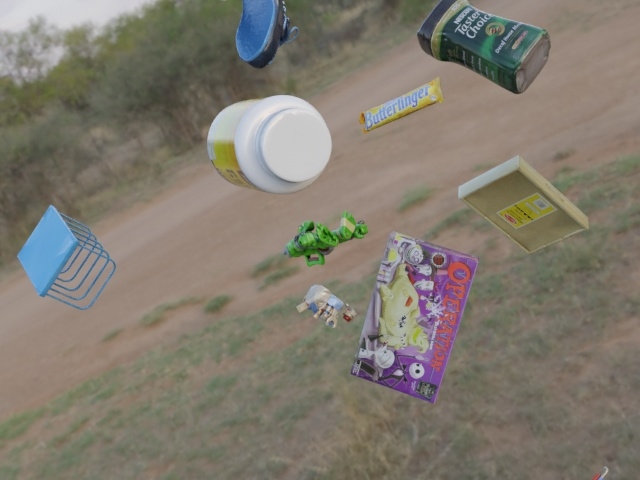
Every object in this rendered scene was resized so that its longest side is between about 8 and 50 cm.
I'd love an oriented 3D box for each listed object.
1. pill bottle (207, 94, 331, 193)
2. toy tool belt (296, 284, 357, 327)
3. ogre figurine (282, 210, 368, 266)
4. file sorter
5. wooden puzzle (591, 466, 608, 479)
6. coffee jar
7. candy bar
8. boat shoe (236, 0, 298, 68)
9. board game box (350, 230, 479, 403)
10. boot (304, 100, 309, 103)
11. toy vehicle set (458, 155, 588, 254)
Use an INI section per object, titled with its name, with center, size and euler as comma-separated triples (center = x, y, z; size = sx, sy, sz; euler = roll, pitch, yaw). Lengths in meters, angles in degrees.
[pill bottle]
center = -0.062, -0.118, 1.110
size = 0.117, 0.117, 0.215
euler = -29, 15, -15
[toy tool belt]
center = 0.008, 0.108, 1.370
size = 0.051, 0.083, 0.052
euler = -54, 2, -15
[ogre figurine]
center = 0.000, 0.000, 1.907
size = 0.118, 0.097, 0.197
euler = -25, 11, 41
[file sorter]
center = -0.466, 0.035, 1.667
size = 0.118, 0.104, 0.170
euler = -56, 38, 4
[wooden puzzle]
center = 0.355, 0.341, 1.213
size = 0.078, 0.014, 0.116
euler = -38, -24, -36
[coffee jar]
center = 0.237, -0.293, 1.331
size = 0.184, 0.079, 0.096
euler = 30, 75, 29
[candy bar]
center = 0.127, -0.212, 1.437
size = 0.161, 0.040, 0.018
euler = -19, -10, 35
[boat shoe]
center = -0.086, -0.391, 1.629
size = 0.109, 0.089, 0.258
euler = -25, 41, 29
[board game box]
center = 0.209, 0.173, 2.025
size = 0.208, 0.347, 0.056
euler = 16, 14, 9
[boot]
center = -0.028, -0.182, 1.492
size = 0.118, 0.087, 0.042
euler = -22, 43, 50
[toy vehicle set]
center = 0.458, -0.073, 2.030
size = 0.166, 0.267, 0.035
euler = -28, 40, 38
